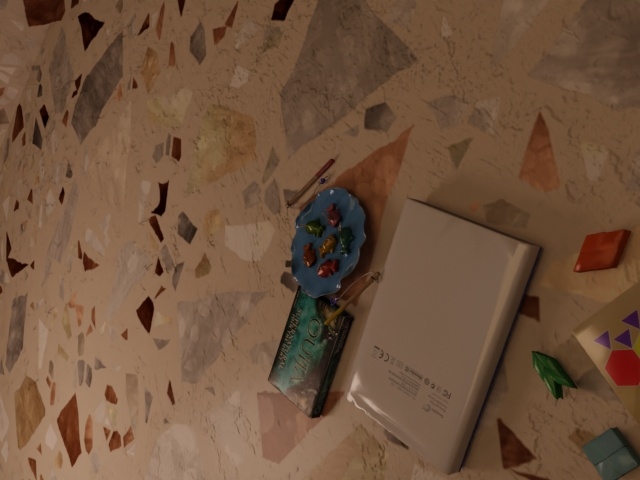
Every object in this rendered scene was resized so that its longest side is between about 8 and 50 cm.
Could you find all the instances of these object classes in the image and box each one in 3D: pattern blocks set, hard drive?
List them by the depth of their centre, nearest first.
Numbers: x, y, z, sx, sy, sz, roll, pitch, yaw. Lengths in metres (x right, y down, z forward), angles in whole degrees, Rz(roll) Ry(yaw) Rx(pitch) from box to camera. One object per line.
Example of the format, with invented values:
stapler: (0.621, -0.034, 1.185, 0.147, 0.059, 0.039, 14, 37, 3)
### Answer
pattern blocks set: (0.376, 0.101, 0.653, 0.325, 0.026, 0.286, -40, 58, 36)
hard drive: (0.155, 0.123, 0.872, 0.210, 0.040, 0.319, 27, 105, 45)

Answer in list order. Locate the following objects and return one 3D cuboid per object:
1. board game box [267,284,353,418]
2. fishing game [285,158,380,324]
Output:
board game box: (-0.020, 0.185, 1.059, 0.126, 0.026, 0.186, 29, 106, 45)
fishing game: (0.000, 0.000, 1.031, 0.189, 0.041, 0.264, -43, 49, 34)
